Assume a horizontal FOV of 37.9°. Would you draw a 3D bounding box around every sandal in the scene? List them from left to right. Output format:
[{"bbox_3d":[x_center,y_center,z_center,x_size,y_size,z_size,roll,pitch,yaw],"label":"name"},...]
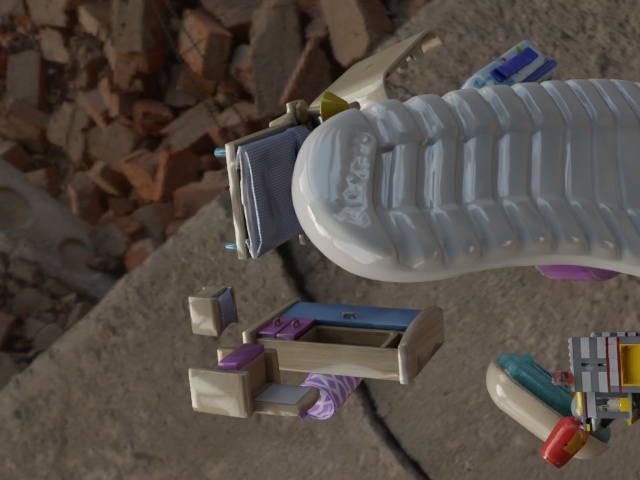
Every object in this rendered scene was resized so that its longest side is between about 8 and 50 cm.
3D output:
[{"bbox_3d":[0.169,-0.033,0.684,0.102,0.416,0.169,126,141,-56],"label":"sandal"}]

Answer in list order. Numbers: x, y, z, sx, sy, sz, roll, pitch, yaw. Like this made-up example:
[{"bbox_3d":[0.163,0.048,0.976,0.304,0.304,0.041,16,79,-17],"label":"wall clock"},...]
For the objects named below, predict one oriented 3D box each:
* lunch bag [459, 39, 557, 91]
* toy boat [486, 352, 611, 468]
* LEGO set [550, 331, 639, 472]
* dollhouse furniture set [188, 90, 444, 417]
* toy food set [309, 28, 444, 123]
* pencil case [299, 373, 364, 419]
[{"bbox_3d":[0.281,-0.223,1.506,0.090,0.219,0.176,42,137,11],"label":"lunch bag"},{"bbox_3d":[0.436,0.301,1.683,0.267,0.318,0.148,36,96,-1],"label":"toy boat"},{"bbox_3d":[0.335,0.181,0.881,0.192,0.331,0.255,-4,95,29],"label":"LEGO set"},{"bbox_3d":[0.000,0.000,1.012,0.198,0.286,0.303,1,104,24],"label":"dollhouse furniture set"},{"bbox_3d":[0.131,-0.352,2.094,0.219,0.306,0.092,-18,112,42],"label":"toy food set"},{"bbox_3d":[0.033,0.241,1.701,0.088,0.206,0.086,-31,96,39],"label":"pencil case"}]
